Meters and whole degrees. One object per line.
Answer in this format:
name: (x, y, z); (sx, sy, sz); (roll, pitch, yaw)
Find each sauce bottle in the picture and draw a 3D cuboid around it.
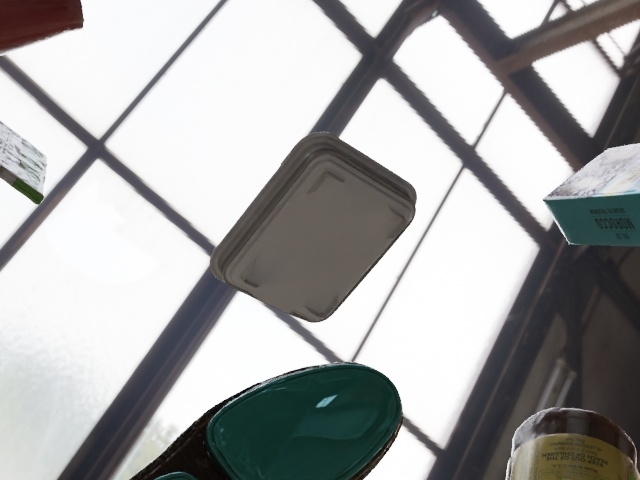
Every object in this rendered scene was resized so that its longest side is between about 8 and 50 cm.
sauce bottle: (0.178, 0.279, 0.625); (0.112, 0.344, 0.111); (9, -51, 12)

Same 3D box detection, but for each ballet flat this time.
ballet flat: (-0.120, 0.285, 0.940); (0.164, 0.483, 0.182); (51, -37, 17)

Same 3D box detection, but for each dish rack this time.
dish rack: (0.000, 0.000, 1.518); (0.286, 0.333, 0.072); (28, 21, -35)

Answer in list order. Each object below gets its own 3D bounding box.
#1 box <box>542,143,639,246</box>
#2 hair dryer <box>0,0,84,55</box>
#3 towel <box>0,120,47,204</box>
box: (0.310, -0.046, 0.794); (0.060, 0.101, 0.244); (55, -11, -8)
hair dryer: (-0.321, -0.228, 0.666); (0.294, 0.223, 0.080); (27, -24, -3)
towel: (-0.316, -0.096, 0.785); (0.152, 0.023, 0.113); (41, 11, -27)
